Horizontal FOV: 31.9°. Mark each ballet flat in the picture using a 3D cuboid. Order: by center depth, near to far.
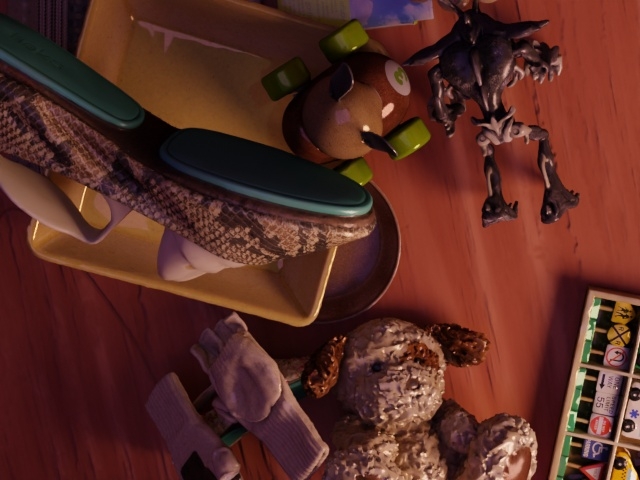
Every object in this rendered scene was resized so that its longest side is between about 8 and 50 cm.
[{"bbox_3d":[-0.187,-0.065,1.145,0.483,0.164,0.182,25,113,1],"label":"ballet flat"},{"bbox_3d":[-0.097,0.196,1.377,0.241,0.091,0.077,-35,69,10],"label":"ballet flat"}]

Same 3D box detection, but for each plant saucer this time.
[{"bbox_3d":[-0.125,-0.104,1.260,0.333,0.081,0.333,16,92,-8],"label":"plant saucer"},{"bbox_3d":[0.000,0.000,1.346,0.198,0.036,0.198,2,100,11],"label":"plant saucer"}]

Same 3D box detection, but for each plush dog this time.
[{"bbox_3d":[0.094,0.201,1.313,0.262,0.210,0.225,-7,83,-18],"label":"plush dog"}]

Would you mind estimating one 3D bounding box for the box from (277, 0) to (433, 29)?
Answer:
[{"bbox_3d":[0.038,-0.295,1.286,0.178,0.042,0.109,-5,100,10],"label":"box"}]

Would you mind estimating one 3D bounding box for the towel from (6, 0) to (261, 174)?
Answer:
[{"bbox_3d":[-0.230,-0.217,1.352,0.312,0.056,0.324,7,103,12],"label":"towel"}]

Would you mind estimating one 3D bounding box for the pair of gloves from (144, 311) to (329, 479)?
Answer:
[{"bbox_3d":[-0.108,0.212,1.269,0.240,0.042,0.204,-45,70,39],"label":"pair of gloves"}]

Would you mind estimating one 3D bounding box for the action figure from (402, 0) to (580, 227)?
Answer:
[{"bbox_3d":[0.191,-0.154,1.235,0.164,0.141,0.275,-14,109,15],"label":"action figure"}]

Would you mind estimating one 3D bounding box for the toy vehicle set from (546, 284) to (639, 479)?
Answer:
[{"bbox_3d":[0.369,0.197,1.312,0.166,0.035,0.267,10,101,9],"label":"toy vehicle set"}]

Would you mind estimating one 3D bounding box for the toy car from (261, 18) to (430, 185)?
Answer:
[{"bbox_3d":[0.037,-0.136,1.145,0.149,0.188,0.155,-34,99,-4],"label":"toy car"}]

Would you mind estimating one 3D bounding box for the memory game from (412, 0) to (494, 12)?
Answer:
[{"bbox_3d":[0.148,-0.345,1.232,0.186,0.012,0.186,1,97,8],"label":"memory game"}]
